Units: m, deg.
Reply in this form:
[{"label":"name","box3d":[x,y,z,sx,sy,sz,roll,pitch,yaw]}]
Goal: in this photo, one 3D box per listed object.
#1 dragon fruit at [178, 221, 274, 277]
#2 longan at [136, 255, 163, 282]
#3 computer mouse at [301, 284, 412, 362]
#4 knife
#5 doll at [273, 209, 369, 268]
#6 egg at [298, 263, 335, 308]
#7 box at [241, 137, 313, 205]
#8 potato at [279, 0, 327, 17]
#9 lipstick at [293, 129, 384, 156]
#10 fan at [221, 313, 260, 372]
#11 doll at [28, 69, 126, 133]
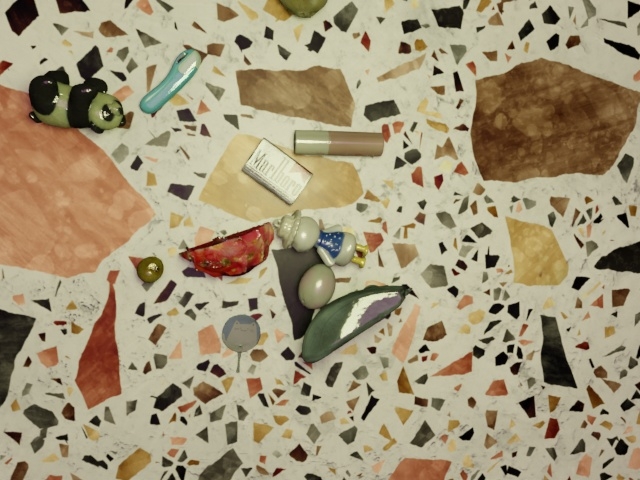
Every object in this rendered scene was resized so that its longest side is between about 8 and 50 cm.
[{"label":"dragon fruit","box3d":[-0.243,0.044,1.261,0.274,0.161,0.126,-18,94,-9]},{"label":"longan","box3d":[-0.464,0.080,1.270,0.075,0.083,0.075,6,82,-47]},{"label":"computer mouse","box3d":[0.091,0.210,1.316,0.371,0.188,0.122,-31,85,-3]},{"label":"knife","box3d":[-0.412,-0.435,1.270,0.064,0.031,0.222,44,90,-13]},{"label":"doll","box3d":[0.000,0.000,1.325,0.293,0.119,0.138,20,66,-15]},{"label":"egg","box3d":[-0.009,0.133,1.331,0.103,0.103,0.135,25,89,-10]},{"label":"box","box3d":[-0.123,-0.197,1.327,0.177,0.036,0.115,36,88,-9]},{"label":"potato","box3d":[-0.046,-0.731,1.248,0.177,0.160,0.235,3,111,29]},{"label":"lipstick","box3d":[0.052,-0.280,1.331,0.254,0.070,0.070,0,94,-9]},{"label":"fan","box3d":[-0.235,0.304,1.357,0.113,0.005,0.175,5,93,-9]},{"label":"doll","box3d":[-0.627,-0.356,1.195,0.234,0.143,0.135,5,117,-10]}]
